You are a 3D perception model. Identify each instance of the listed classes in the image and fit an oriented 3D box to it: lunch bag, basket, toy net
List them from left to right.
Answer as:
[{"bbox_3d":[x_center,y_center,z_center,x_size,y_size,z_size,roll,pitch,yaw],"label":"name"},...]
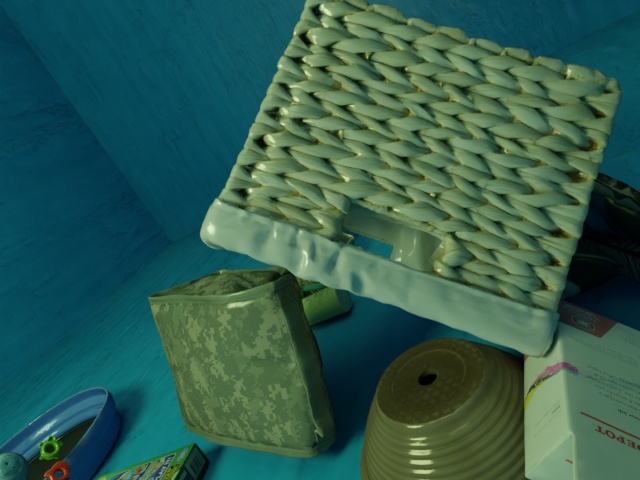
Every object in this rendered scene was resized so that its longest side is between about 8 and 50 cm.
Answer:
[{"bbox_3d":[-0.472,0.444,0.719,0.122,0.232,0.045,3,-49,-43],"label":"toy net"},{"bbox_3d":[-0.098,0.163,0.645,0.286,0.236,0.168,-7,10,46],"label":"lunch bag"},{"bbox_3d":[0.087,-0.062,0.529,0.331,0.328,0.267,25,-96,-88],"label":"basket"}]

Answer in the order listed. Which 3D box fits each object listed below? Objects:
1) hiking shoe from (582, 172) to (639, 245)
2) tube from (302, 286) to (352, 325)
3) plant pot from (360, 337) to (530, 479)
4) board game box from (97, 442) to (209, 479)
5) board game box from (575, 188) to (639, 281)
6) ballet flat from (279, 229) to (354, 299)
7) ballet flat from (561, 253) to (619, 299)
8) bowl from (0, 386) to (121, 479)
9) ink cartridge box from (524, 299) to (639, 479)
[{"bbox_3d":[0.331,-0.031,0.618,0.132,0.113,0.304,-64,22,11],"label":"hiking shoe"},{"bbox_3d":[-0.049,0.159,0.920,0.240,0.062,0.070,-28,-24,27],"label":"tube"},{"bbox_3d":[0.132,0.180,0.456,0.237,0.110,0.237,-29,16,9],"label":"plant pot"},{"bbox_3d":[-0.300,0.423,0.571,0.213,0.046,0.317,-25,13,17],"label":"board game box"},{"bbox_3d":[0.460,-0.025,0.579,0.193,0.045,0.147,-31,17,1],"label":"board game box"},{"bbox_3d":[0.000,0.000,1.172,0.181,0.164,0.483,-7,26,5],"label":"ballet flat"},{"bbox_3d":[0.297,0.055,0.617,0.074,0.074,0.203,-41,25,-29],"label":"ballet flat"},{"bbox_3d":[-0.596,0.478,0.918,0.390,0.077,0.391,-28,18,10],"label":"bowl"},{"bbox_3d":[0.231,0.147,0.351,0.198,0.115,0.067,-53,-17,-52],"label":"ink cartridge box"}]
